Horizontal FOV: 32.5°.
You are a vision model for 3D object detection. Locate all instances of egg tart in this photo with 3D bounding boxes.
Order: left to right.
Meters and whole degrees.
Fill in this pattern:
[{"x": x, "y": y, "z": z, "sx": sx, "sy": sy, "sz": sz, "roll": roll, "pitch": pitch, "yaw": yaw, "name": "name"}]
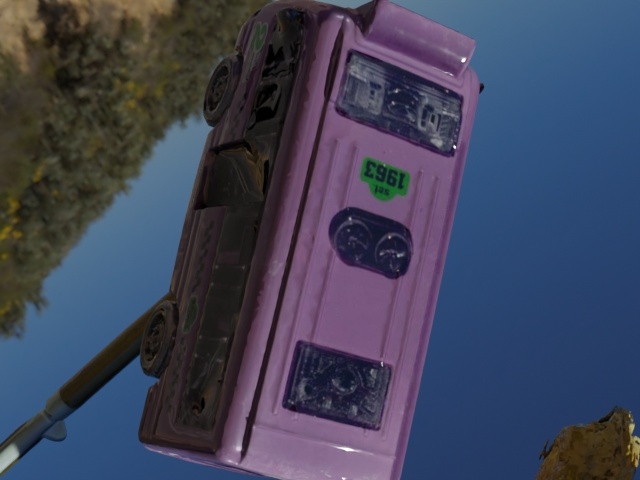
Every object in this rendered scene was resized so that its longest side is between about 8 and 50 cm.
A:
[{"x": 0.170, "y": 0.169, "z": 0.732, "sx": 0.130, "sy": 0.052, "sz": 0.130, "roll": 21, "pitch": 90, "yaw": -85, "name": "egg tart"}]

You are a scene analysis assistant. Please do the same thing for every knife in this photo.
[{"x": -0.177, "y": 0.121, "z": 0.705, "sx": 0.343, "sy": 0.027, "sz": 0.061, "roll": -42, "pitch": -178, "yaw": 4, "name": "knife"}]

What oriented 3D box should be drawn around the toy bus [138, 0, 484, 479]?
[{"x": 0.000, "y": 0.000, "z": 0.406, "sx": 0.098, "sy": 0.087, "sz": 0.178, "roll": -10, "pitch": -114, "yaw": 63, "name": "toy bus"}]
